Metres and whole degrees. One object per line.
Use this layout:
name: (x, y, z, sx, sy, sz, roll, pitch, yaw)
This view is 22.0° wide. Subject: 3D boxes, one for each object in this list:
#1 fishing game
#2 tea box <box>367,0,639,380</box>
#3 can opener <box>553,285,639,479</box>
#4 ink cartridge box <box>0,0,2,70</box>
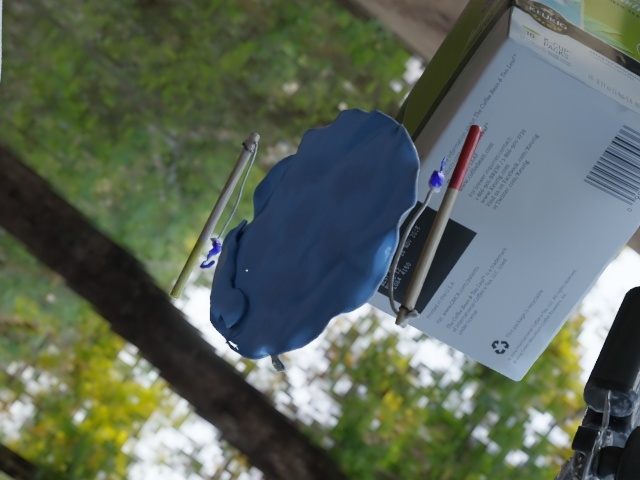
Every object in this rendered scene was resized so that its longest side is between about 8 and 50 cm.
fishing game: (0.000, 0.000, 1.079, 0.264, 0.041, 0.189, -2, -120, 52)
tea box: (0.205, -0.097, 1.713, 0.329, 0.220, 0.323, -57, -170, 31)
can opener: (0.255, 0.141, 1.354, 0.280, 0.093, 0.074, -60, 157, -53)
ink cartridge box: (-0.307, -0.277, 1.035, 0.207, 0.119, 0.353, 9, -80, 35)
